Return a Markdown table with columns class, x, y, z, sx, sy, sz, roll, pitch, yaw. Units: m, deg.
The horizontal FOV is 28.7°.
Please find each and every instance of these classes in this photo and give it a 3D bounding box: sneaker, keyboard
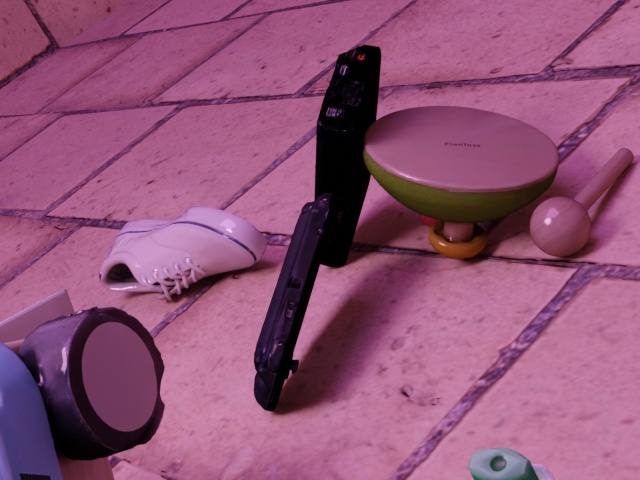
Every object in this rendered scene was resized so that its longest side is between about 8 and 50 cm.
| class | x | y | z | sx | sy | sz | roll | pitch | yaw |
| --- | --- | --- | --- | --- | --- | --- | --- | --- | --- |
| sneaker | -0.159 | 0.026 | 1.425 | 0.258 | 0.094 | 0.091 | -8 | 49 | 50 |
| keyboard | -0.400 | 0.138 | 1.445 | 0.256 | 0.072 | 0.014 | -30 | 49 | -19 |

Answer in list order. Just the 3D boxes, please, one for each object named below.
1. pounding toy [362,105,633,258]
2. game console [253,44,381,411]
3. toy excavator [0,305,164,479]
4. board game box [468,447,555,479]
| class | x | y | z | sx | sy | sz | roll | pitch | yaw |
| --- | --- | --- | --- | --- | --- | --- | --- | --- | --- |
| pounding toy | 0.151 | -0.036 | 1.174 | 0.237 | 0.110 | 0.183 | 18 | 32 | 23 |
| game console | 0.000 | 0.000 | 1.182 | 0.044 | 0.213 | 0.361 | 12 | 54 | 8 |
| toy excavator | -0.278 | 0.283 | 0.782 | 0.222 | 0.433 | 0.445 | -15 | -1 | 31 |
| board game box | 0.001 | 0.310 | 0.439 | 0.390 | 0.050 | 0.390 | -30 | 49 | -1 |
